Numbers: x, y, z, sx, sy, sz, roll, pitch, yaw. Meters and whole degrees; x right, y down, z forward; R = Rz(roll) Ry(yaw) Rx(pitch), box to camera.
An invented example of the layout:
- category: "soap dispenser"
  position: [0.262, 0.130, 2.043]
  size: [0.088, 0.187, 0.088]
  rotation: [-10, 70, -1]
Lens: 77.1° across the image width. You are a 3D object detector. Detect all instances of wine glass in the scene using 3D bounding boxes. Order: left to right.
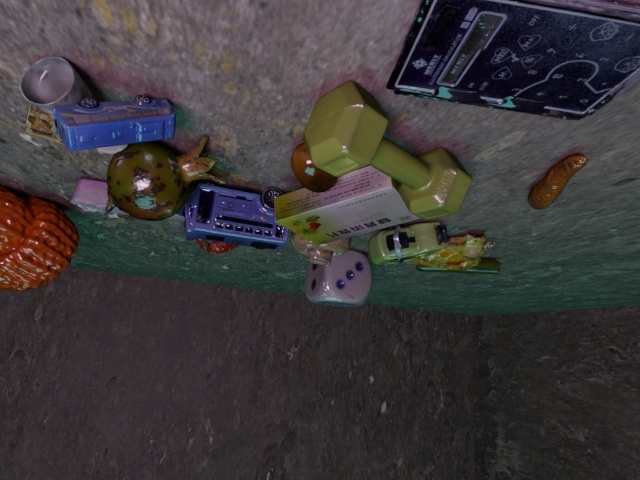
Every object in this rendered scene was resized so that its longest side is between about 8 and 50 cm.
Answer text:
- category: "wine glass"
  position: [-0.346, -0.186, 0.588]
  size: [0.074, 0.073, 0.155]
  rotation: [3, 165, 6]

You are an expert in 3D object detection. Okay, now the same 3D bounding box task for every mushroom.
- category: "mushroom"
  position: [0.000, 0.000, 1.081]
  size: [0.167, 0.127, 0.166]
  rotation: [3, 158, 1]

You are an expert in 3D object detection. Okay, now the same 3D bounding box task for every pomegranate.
- category: "pomegranate"
  position: [-0.278, -0.107, 0.729]
  size: [0.220, 0.156, 0.156]
  rotation: [2, 165, 3]

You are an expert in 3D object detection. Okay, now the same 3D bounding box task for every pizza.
- category: "pizza"
  position: [0.395, 0.038, 1.195]
  size: [0.280, 0.075, 0.287]
  rotation: [5, 166, -4]

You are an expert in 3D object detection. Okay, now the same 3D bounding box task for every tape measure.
- category: "tape measure"
  position: [0.218, 0.009, 1.092]
  size: [0.176, 0.106, 0.200]
  rotation: [-5, 170, -17]

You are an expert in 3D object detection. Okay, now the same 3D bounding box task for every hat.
- category: "hat"
  position: [-0.849, -0.066, 1.036]
  size: [0.286, 0.285, 0.400]
  rotation: [1, 138, 15]

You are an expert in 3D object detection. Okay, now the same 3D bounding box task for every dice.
- category: "dice"
  position: [0.062, 0.136, 1.449]
  size: [0.193, 0.191, 0.194]
  rotation: [13, 165, -23]

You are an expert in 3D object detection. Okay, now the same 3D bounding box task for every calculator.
- category: "calculator"
  position: [0.225, -0.199, 0.442]
  size: [0.274, 0.028, 0.165]
  rotation: [6, 165, -5]

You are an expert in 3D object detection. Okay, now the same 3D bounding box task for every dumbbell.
- category: "dumbbell"
  position: [0.113, -0.121, 0.614]
  size: [0.302, 0.108, 0.121]
  rotation: [18, 158, -41]

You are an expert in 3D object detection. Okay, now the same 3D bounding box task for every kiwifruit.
- category: "kiwifruit"
  position: [-0.010, -0.127, 0.711]
  size: [0.075, 0.075, 0.124]
  rotation: [1, 161, 13]

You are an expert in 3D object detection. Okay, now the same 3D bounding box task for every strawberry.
- category: "strawberry"
  position: [-0.279, -0.016, 1.121]
  size: [0.131, 0.131, 0.148]
  rotation: [-1, 156, 21]

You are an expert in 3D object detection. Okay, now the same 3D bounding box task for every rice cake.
- category: "rice cake"
  position: [-0.408, -0.090, 0.974]
  size: [0.365, 0.072, 0.056]
  rotation: [7, 163, -9]

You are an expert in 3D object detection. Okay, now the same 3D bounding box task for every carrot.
- category: "carrot"
  position: [0.419, -0.106, 0.715]
  size: [0.047, 0.047, 0.191]
  rotation: [2, 161, 9]

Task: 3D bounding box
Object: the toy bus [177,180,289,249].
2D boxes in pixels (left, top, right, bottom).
- category: "toy bus"
  position: [-0.217, -0.058, 0.912]
  size: [0.293, 0.133, 0.125]
  rotation: [9, 165, -17]

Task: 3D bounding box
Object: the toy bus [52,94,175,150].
- category: "toy bus"
  position: [-0.278, -0.163, 0.558]
  size: [0.153, 0.061, 0.051]
  rotation: [-19, 150, -36]

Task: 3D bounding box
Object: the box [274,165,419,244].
- category: "box"
  position: [0.058, -0.068, 0.843]
  size: [0.261, 0.062, 0.175]
  rotation: [-16, 155, 27]

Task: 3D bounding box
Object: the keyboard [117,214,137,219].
- category: "keyboard"
  position: [-0.538, -0.072, 1.194]
  size: [0.130, 0.015, 0.049]
  rotation: [0, 165, 18]

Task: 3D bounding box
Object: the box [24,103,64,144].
- category: "box"
  position: [-0.447, -0.200, 0.673]
  size: [0.073, 0.020, 0.149]
  rotation: [15, 162, -36]

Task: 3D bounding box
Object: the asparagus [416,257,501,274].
- category: "asparagus"
  position: [0.470, 0.084, 1.383]
  size: [0.278, 0.060, 0.067]
  rotation: [3, 146, 5]
